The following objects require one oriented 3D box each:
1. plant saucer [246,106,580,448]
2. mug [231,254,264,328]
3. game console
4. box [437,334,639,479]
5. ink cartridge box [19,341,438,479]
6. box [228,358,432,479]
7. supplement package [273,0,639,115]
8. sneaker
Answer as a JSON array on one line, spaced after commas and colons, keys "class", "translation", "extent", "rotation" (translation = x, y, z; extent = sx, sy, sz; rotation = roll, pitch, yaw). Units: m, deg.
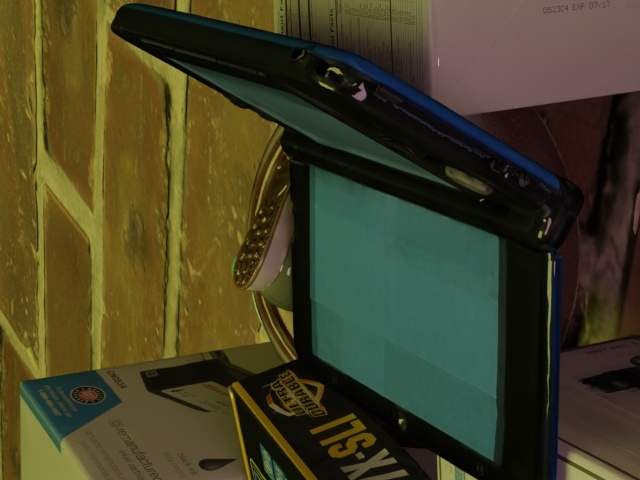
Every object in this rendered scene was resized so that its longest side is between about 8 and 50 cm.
[{"class": "plant saucer", "translation": [0.049, 0.005, 1.150], "extent": [0.310, 0.050, 0.311], "rotation": [3, 94, 41]}, {"class": "mug", "translation": [0.013, 0.026, 1.277], "extent": [0.158, 0.097, 0.129], "rotation": [47, 120, 29]}, {"class": "game console", "translation": [0.000, 0.000, 0.892], "extent": [0.293, 0.250, 0.173], "rotation": [23, 87, 57]}, {"class": "box", "translation": [0.209, 0.143, 0.875], "extent": [0.290, 0.169, 0.087], "rotation": [22, 118, 59]}, {"class": "ink cartridge box", "translation": [-0.080, 0.196, 1.319], "extent": [0.223, 0.307, 0.129], "rotation": [36, 128, 55]}, {"class": "box", "translation": [0.048, 0.264, 1.077], "extent": [0.322, 0.079, 0.257], "rotation": [44, 147, 53]}, {"class": "supplement package", "translation": [0.097, -0.170, 0.960], "extent": [0.203, 0.194, 0.149], "rotation": [24, 119, 59]}, {"class": "sneaker", "translation": [0.013, -0.034, 1.106], "extent": [0.064, 0.086, 0.192], "rotation": [-1, 63, 66]}]
